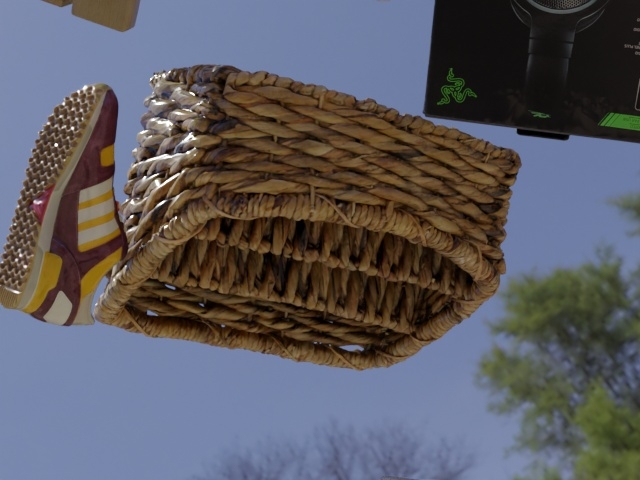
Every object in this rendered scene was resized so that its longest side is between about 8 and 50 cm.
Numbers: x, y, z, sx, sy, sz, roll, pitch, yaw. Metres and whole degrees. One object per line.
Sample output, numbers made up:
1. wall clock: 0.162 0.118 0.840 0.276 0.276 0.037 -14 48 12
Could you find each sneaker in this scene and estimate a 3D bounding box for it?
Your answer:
1. sneaker: -0.182 -0.026 0.962 0.083 0.069 0.186 23 -94 -39

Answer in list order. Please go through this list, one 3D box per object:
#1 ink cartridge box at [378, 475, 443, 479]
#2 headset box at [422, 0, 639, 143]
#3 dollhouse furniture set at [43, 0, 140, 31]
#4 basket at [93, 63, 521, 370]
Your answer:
1. ink cartridge box: 0.144 0.225 0.923 0.148 0.086 0.203 1 -11 27
2. headset box: 0.237 -0.240 1.240 0.246 0.131 0.283 9 -65 9
3. dollhouse furniture set: -0.202 -0.281 1.088 0.123 0.151 0.144 -54 -18 -66
4. basket: 0.000 0.000 1.022 0.299 0.213 0.223 15 -92 -29
